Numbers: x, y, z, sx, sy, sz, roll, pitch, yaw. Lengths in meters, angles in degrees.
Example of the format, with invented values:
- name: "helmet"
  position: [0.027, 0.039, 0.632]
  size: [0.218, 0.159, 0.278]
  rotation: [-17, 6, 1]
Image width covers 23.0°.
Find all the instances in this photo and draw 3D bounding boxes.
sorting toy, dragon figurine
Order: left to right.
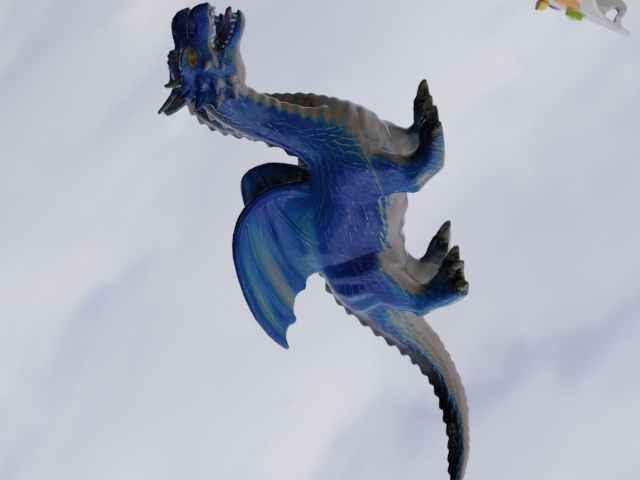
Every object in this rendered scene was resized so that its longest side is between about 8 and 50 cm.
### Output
- name: "dragon figurine"
  position: [0.000, 0.000, 0.834]
  size: [0.144, 0.289, 0.085]
  rotation: [-10, -156, 2]
- name: "sorting toy"
  position: [0.202, -0.183, 1.185]
  size: [0.045, 0.075, 0.083]
  rotation: [-53, -166, 31]
